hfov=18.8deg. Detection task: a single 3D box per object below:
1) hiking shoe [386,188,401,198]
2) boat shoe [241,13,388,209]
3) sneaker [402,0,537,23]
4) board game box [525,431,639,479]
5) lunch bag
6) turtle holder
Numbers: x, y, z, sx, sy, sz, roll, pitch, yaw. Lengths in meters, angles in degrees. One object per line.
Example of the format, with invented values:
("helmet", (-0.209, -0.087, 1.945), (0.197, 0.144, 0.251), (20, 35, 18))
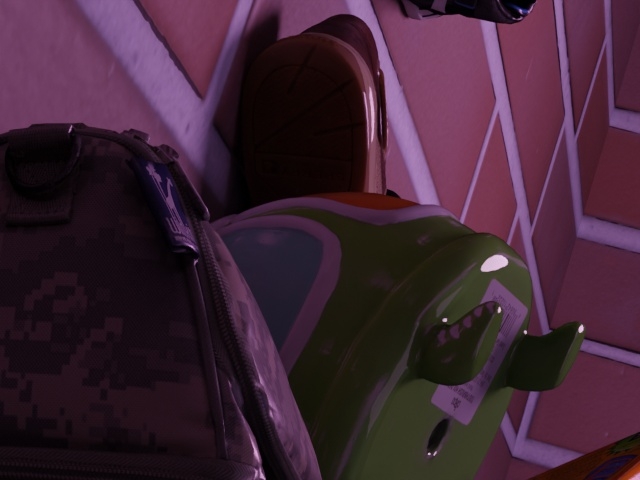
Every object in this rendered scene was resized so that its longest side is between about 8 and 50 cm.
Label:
("hiking shoe", (0.064, 0.009, 1.753), (0.227, 0.086, 0.114), (-29, 136, -71))
("boat shoe", (0.000, 0.000, 1.413), (0.123, 0.123, 0.342), (-53, 147, -60))
("sneaker", (0.137, -0.223, 1.716), (0.217, 0.121, 0.079), (-18, 123, -75))
("board game box", (0.235, 0.426, 1.788), (0.356, 0.356, 0.356), (-31, 178, 43))
("lunch bag", (-0.108, 0.112, 0.921), (0.305, 0.212, 0.256), (75, 16, -67))
("turtle holder", (0.001, 0.119, 1.255), (0.243, 0.227, 0.320), (-21, 132, -55))
